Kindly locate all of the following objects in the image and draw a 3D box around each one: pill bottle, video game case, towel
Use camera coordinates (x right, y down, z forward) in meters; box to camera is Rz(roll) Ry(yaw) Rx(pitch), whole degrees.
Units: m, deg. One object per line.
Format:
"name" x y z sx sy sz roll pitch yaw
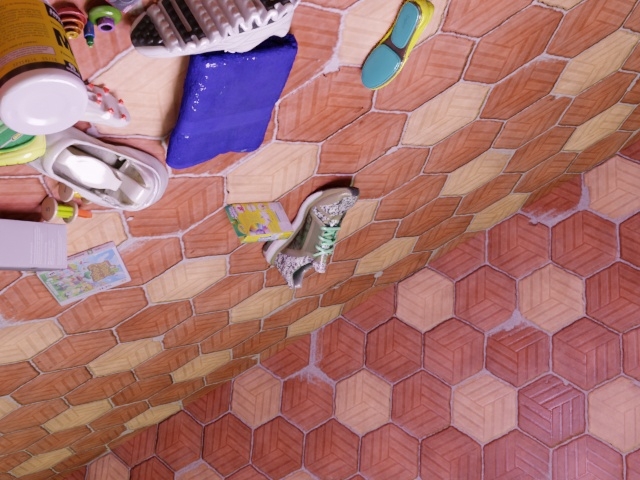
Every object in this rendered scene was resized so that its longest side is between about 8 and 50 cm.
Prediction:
"pill bottle" -0.406 -0.260 0.954 0.119 0.209 0.119 -22 158 -10
"video game case" -0.594 0.088 1.751 0.193 0.023 0.212 -21 157 -13
"towel" -0.183 -0.276 1.356 0.227 0.076 0.308 -20 157 -33

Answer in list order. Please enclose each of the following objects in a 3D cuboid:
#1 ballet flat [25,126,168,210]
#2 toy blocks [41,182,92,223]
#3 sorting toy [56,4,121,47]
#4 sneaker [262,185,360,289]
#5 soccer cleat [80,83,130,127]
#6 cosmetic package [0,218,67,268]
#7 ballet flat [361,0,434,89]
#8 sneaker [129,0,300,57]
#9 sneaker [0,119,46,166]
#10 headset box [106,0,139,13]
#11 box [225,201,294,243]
"ballet flat" -0.407 -0.122 1.328 0.139 0.139 0.400 -33 156 15
"toy blocks" -0.493 -0.079 1.459 0.123 0.054 0.148 -39 155 27
"sorting toy" -0.356 -0.328 1.062 0.101 0.042 0.061 -7 168 -18
"sneaker" 0.000 0.000 2.000 0.158 0.182 0.410 -4 148 -43
"soccer cleat" -0.421 -0.236 1.190 0.076 0.068 0.196 -34 150 29
"cosmetic package" -0.644 0.010 1.377 0.127 0.107 0.238 -5 176 39
"ballet flat" 0.168 -0.409 1.446 0.077 0.077 0.231 -29 163 -41
"sneaker" -0.170 -0.354 1.155 0.292 0.110 0.118 -20 163 -15
"sneaker" -0.594 -0.176 1.094 0.295 0.124 0.109 -4 -171 -15
"headset box" -0.299 -0.384 1.034 0.062 0.032 0.083 -33 155 16
"box" -0.166 -0.047 1.818 0.179 0.105 0.043 -4 148 -42
